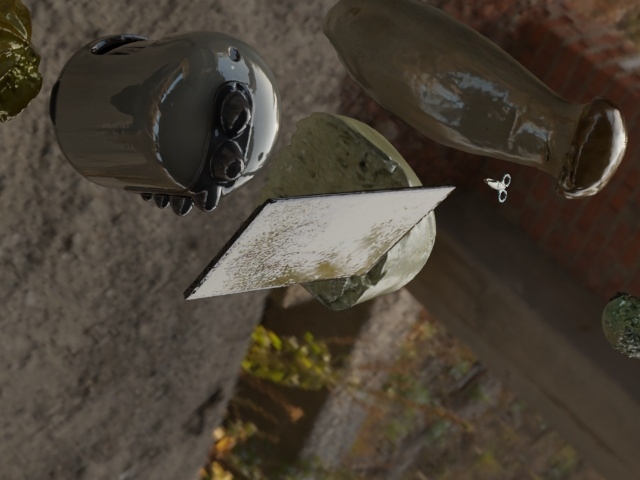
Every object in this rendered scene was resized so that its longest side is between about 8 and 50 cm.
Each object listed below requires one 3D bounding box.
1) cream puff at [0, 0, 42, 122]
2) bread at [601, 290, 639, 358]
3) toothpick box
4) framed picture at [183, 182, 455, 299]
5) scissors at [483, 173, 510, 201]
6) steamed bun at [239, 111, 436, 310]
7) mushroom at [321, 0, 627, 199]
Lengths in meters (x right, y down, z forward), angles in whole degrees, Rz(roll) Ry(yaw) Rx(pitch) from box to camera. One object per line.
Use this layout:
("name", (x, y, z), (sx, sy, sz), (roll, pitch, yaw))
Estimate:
("cream puff", (-0.412, -0.218, 1.384), (0.194, 0.195, 0.221), (-42, 149, -6))
("bread", (0.501, 0.150, 1.692), (0.232, 0.172, 0.064), (34, 63, -30))
("toothpick box", (-0.183, -0.147, 1.509), (0.229, 0.316, 0.229), (-6, 99, -37))
("framed picture", (0.000, 0.000, 1.697), (0.338, 0.014, 0.255), (-6, 153, -40))
("scissors", (0.344, -0.107, 2.343), (0.119, 0.014, 0.058), (9, 96, -60))
("steamed bun", (0.062, -0.069, 1.993), (0.273, 0.290, 0.272), (-10, 145, -43))
("mushroom", (0.155, -0.156, 1.254), (0.128, 0.350, 0.128), (-45, 152, -32))
